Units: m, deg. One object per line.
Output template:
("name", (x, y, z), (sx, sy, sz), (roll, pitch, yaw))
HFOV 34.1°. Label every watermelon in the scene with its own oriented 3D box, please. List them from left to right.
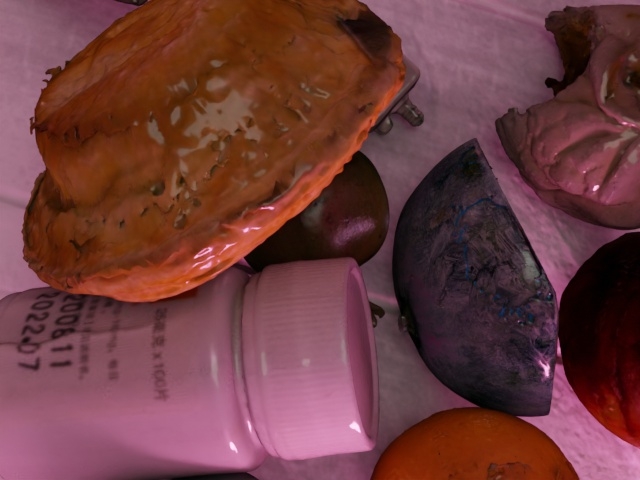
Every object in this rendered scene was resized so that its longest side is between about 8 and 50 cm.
("watermelon", (0.154, 0.045, 1.149), (0.175, 0.188, 0.322), (-25, 69, 9))

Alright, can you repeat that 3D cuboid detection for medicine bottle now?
("medicine bottle", (-0.136, 0.132, 1.052), (0.371, 0.211, 0.211), (-8, 83, 9))

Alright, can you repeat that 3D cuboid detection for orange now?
("orange", (0.163, 0.300, 1.110), (0.246, 0.246, 0.246), (1, 82, -8))

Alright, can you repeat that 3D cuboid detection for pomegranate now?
("pomegranate", (0.000, 0.000, 1.159), (0.181, 0.181, 0.224), (-22, 100, -10))

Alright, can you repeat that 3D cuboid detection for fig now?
("fig", (0.386, 0.119, 1.171), (0.224, 0.224, 0.263), (-7, 90, -8))

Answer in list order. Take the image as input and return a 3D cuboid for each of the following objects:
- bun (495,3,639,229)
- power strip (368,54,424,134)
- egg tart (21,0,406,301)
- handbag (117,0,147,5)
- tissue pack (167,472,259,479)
("bun", (0.361, -0.147, 1.206), (0.281, 0.205, 0.281), (1, 84, -9))
("power strip", (-0.008, -0.249, 1.244), (0.338, 0.058, 0.098), (42, 79, -1))
("egg tart", (-0.138, -0.134, 1.037), (0.443, 0.443, 0.178), (-41, 123, -11))
("handbag", (-0.243, -0.343, 1.159), (0.270, 0.117, 0.182), (20, 74, 39))
("tissue pack", (-0.118, 0.408, 1.061), (0.229, 0.236, 0.333), (-14, 85, -18))
